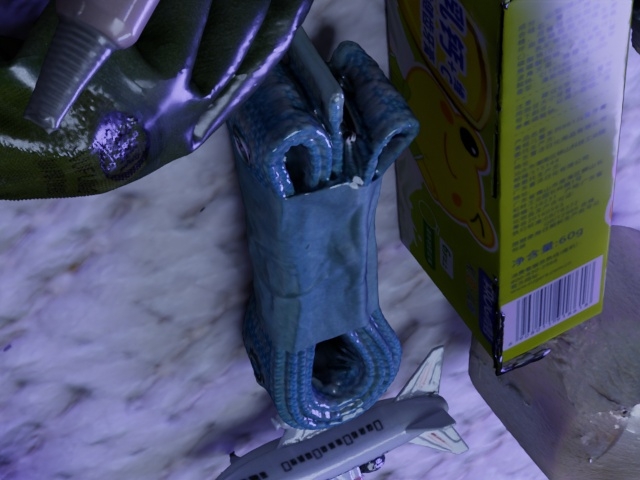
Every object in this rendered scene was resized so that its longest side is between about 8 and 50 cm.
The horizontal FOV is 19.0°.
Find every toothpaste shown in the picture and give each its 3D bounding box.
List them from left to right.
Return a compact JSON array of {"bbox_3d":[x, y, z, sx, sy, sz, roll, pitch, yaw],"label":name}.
[{"bbox_3d":[0.096,-0.065,1.000,0.077,0.110,0.327,-26,147,-13],"label":"toothpaste"}]

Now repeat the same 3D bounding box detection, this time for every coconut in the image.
[{"bbox_3d":[0.188,0.084,1.214,0.171,0.183,0.171,-28,146,-21],"label":"coconut"}]

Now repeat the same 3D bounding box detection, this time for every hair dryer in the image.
[{"bbox_3d":[-0.062,-0.155,0.716,0.220,0.053,0.195,-54,152,-21],"label":"hair dryer"}]

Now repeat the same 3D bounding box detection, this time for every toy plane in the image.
[{"bbox_3d":[0.008,0.129,1.199,0.171,0.065,0.162,-17,111,-7],"label":"toy plane"}]

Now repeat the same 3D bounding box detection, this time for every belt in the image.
[{"bbox_3d":[0.000,0.000,1.030,0.087,0.072,0.302,-18,146,-12],"label":"belt"}]

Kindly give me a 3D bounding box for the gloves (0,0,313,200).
[{"bbox_3d":[-0.116,-0.066,0.809,0.268,0.107,0.135,-29,179,-16],"label":"gloves"}]

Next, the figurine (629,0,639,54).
[{"bbox_3d":[0.203,-0.098,0.951,0.079,0.077,0.136,-55,131,-20],"label":"figurine"}]
